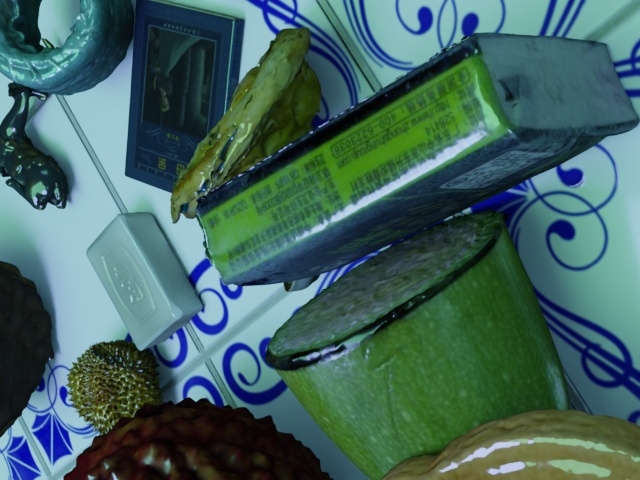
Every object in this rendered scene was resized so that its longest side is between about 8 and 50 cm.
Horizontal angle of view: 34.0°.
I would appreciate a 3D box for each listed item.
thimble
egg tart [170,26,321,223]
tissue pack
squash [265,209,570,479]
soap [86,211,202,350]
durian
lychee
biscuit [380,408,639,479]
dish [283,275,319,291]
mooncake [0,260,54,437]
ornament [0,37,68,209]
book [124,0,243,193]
[{"bbox_3d":[-0.368,-0.325,1.479,0.198,0.143,0.235,14,94,12],"label":"thimble"},{"bbox_3d":[-0.079,-0.126,1.288,0.107,0.291,0.291,33,125,-10],"label":"egg tart"},{"bbox_3d":[0.097,-0.079,1.109,0.394,0.288,0.124,-27,80,39],"label":"tissue pack"},{"bbox_3d":[0.146,0.168,1.171,0.310,0.310,0.309,-24,103,39],"label":"squash"},{"bbox_3d":[-0.266,0.057,1.571,0.121,0.064,0.183,-40,76,38],"label":"soap"},{"bbox_3d":[-0.314,0.228,1.607,0.158,0.137,0.168,1,114,19],"label":"durian"},{"bbox_3d":[-0.152,0.442,1.358,0.425,0.424,0.500,10,121,36],"label":"lychee"},{"bbox_3d":[0.209,0.331,1.018,0.350,0.078,0.455,39,131,5],"label":"biscuit"},{"bbox_3d":[0.000,0.000,1.344,0.141,0.078,0.141,-175,90,-80],"label":"dish"},{"bbox_3d":[-0.596,0.170,1.697,0.187,0.324,0.324,5,104,35],"label":"mooncake"},{"bbox_3d":[-0.445,-0.188,1.644,0.202,0.080,0.236,41,122,28],"label":"ornament"},{"bbox_3d":[-0.198,-0.197,1.482,0.191,0.025,0.269,21,113,33],"label":"book"}]
